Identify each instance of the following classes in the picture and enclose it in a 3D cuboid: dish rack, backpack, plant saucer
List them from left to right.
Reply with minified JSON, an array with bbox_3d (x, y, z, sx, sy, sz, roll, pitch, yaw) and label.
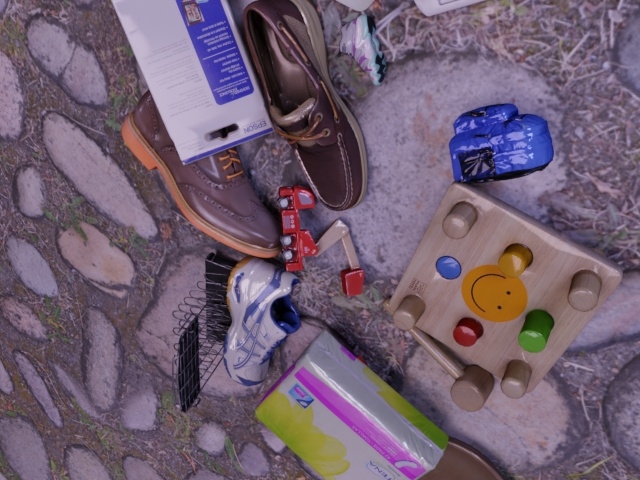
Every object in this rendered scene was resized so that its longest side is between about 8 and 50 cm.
[{"bbox_3d":[-0.223,0.173,1.122,0.074,0.271,0.208,11,121,12],"label":"dish rack"},{"bbox_3d":[0.237,0.472,1.142,0.277,0.041,0.278,14,121,24],"label":"plant saucer"},{"bbox_3d":[0.238,-0.128,0.786,0.120,0.098,0.101,-3,109,33],"label":"backpack"}]

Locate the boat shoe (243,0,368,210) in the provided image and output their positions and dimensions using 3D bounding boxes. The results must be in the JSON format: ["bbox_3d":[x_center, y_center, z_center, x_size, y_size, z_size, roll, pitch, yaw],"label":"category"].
[{"bbox_3d":[-0.029,-0.191,0.895,0.123,0.123,0.342,-4,112,33],"label":"boat shoe"}]

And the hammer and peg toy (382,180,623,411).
[{"bbox_3d":[0.228,0.111,0.898,0.265,0.127,0.361,32,127,13],"label":"hammer and peg toy"}]

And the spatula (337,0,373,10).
[{"bbox_3d":[0.007,-0.407,0.748,0.242,0.019,0.168,24,139,-27],"label":"spatula"}]

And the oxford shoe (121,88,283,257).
[{"bbox_3d":[-0.187,-0.121,1.030,0.363,0.130,0.133,44,121,2],"label":"oxford shoe"}]

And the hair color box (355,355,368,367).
[{"bbox_3d":[0.036,0.277,1.157,0.141,0.043,0.072,-29,99,39],"label":"hair color box"}]

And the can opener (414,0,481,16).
[{"bbox_3d":[0.226,-0.326,0.689,0.283,0.095,0.076,-4,113,33],"label":"can opener"}]

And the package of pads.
[{"bbox_3d":[0.045,0.338,1.092,0.296,0.101,0.229,41,128,4],"label":"package of pads"}]

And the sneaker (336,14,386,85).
[{"bbox_3d":[0.053,-0.267,0.864,0.069,0.038,0.098,-6,102,35],"label":"sneaker"}]

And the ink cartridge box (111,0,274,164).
[{"bbox_3d":[-0.203,-0.301,0.935,0.165,0.065,0.333,-19,104,3],"label":"ink cartridge box"}]

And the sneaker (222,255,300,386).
[{"bbox_3d":[-0.107,0.177,1.148,0.130,0.112,0.297,15,124,18],"label":"sneaker"}]

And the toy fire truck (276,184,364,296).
[{"bbox_3d":[0.000,0.000,1.007,0.135,0.047,0.192,-5,96,-7],"label":"toy fire truck"}]
